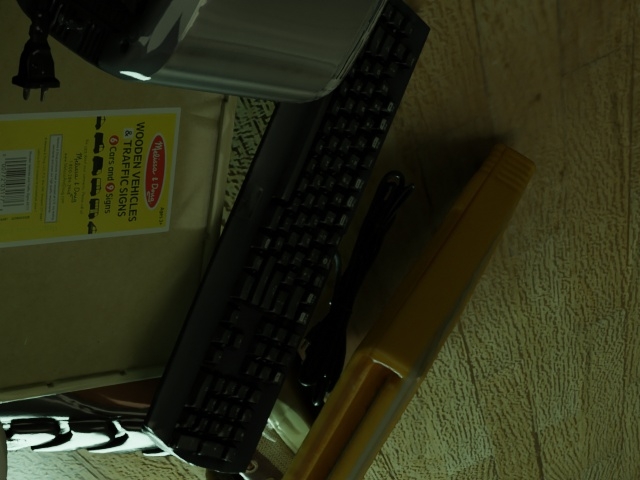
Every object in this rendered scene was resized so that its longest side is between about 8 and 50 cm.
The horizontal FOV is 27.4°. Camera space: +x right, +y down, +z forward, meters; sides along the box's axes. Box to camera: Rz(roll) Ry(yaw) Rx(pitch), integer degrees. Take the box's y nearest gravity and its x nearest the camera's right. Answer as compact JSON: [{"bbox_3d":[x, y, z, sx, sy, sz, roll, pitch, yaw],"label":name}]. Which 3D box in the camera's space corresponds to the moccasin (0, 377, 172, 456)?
[{"bbox_3d":[-0.231,0.054,0.819,0.380,0.147,0.139,3,157,-22],"label":"moccasin"}]

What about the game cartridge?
[{"bbox_3d":[0.050,0.097,1.003,0.285,0.053,0.323,-63,175,36],"label":"game cartridge"}]

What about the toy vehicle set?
[{"bbox_3d":[-0.131,-0.041,0.726,0.166,0.035,0.267,-5,115,-33],"label":"toy vehicle set"}]

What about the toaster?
[{"bbox_3d":[-0.040,-0.154,0.616,0.146,0.129,0.227,6,113,-49],"label":"toaster"}]

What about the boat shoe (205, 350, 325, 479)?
[{"bbox_3d":[-0.049,0.196,1.219,0.123,0.123,0.342,-19,147,2],"label":"boat shoe"}]

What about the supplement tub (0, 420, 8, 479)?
[{"bbox_3d":[-0.265,0.033,0.592,0.191,0.272,0.191,-18,139,-17],"label":"supplement tub"}]

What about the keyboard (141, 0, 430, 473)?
[{"bbox_3d":[0.000,0.000,0.845,0.201,0.033,0.317,29,83,-62],"label":"keyboard"}]
